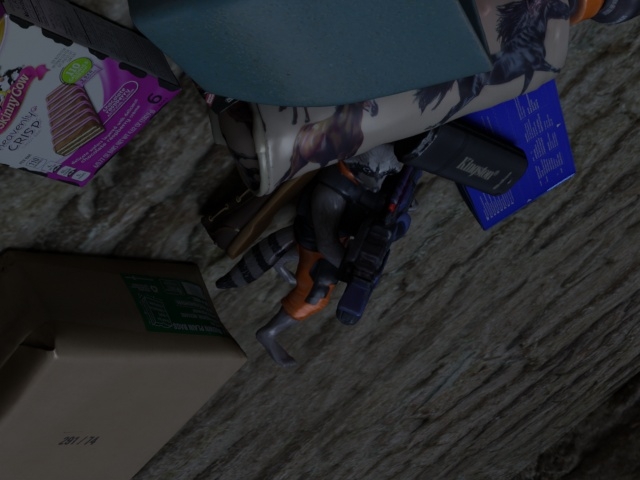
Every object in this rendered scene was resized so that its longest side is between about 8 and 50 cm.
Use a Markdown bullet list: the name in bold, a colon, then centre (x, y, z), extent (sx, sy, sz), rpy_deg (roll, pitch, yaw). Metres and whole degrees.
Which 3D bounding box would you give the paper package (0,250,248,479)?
- **paper package**: centre (-0.313, 0.170, 1.484), extent (0.309, 0.168, 0.324), rpy_deg (-45, 149, 26)

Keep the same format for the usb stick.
- **usb stick**: centre (0.179, -0.106, 1.466), extent (0.077, 0.045, 0.278), rpy_deg (-54, 150, 15)

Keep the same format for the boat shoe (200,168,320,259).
- **boat shoe**: centre (-0.070, -0.065, 1.433), extent (0.207, 0.073, 0.073), rpy_deg (-44, 172, 26)

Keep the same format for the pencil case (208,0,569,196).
- **pencil case**: centre (0.078, -0.190, 1.280), extent (0.410, 0.183, 0.160), rpy_deg (-23, 119, -17)

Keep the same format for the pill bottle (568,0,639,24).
- **pill bottle**: centre (0.362, -0.326, 1.342), extent (0.245, 0.130, 0.130), rpy_deg (-26, 153, -21)

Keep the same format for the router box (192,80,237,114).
- **router box**: centre (-0.092, -0.194, 1.138), extent (0.092, 0.122, 0.038), rpy_deg (-33, 149, 3)

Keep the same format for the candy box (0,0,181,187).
- **candy box**: centre (-0.265, -0.144, 1.105), extent (0.159, 0.071, 0.233), rpy_deg (-41, 151, 20)

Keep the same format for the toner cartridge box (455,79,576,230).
- **toner cartridge box**: centre (0.245, -0.144, 1.614), extent (0.165, 0.075, 0.348), rpy_deg (-31, 153, 3)

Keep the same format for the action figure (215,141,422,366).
- **action figure**: centre (0.000, 0.000, 1.478), extent (0.330, 0.178, 0.341), rpy_deg (-58, -177, 31)

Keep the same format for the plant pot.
- **plant pot**: centre (-0.028, -0.250, 0.993), extent (0.252, 0.247, 0.248), rpy_deg (-20, 156, 16)
